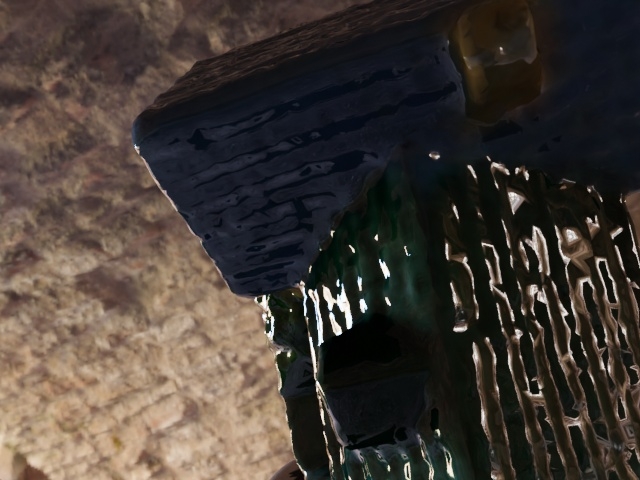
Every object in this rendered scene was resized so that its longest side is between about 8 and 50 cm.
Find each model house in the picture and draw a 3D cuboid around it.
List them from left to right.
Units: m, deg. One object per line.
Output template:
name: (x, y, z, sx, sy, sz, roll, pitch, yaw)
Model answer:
model house: (0.063, 0.020, 0.502, 0.335, 0.382, 0.342, -16, -14, 12)

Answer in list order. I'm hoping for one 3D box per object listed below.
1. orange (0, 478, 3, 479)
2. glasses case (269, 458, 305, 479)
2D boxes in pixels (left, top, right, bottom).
orange: (-0.372, 0.322, 0.691, 0.219, 0.193, 0.219, -13, 33, 9)
glasses case: (0.066, 0.351, 0.828, 0.122, 0.314, 0.075, -44, -35, -34)
